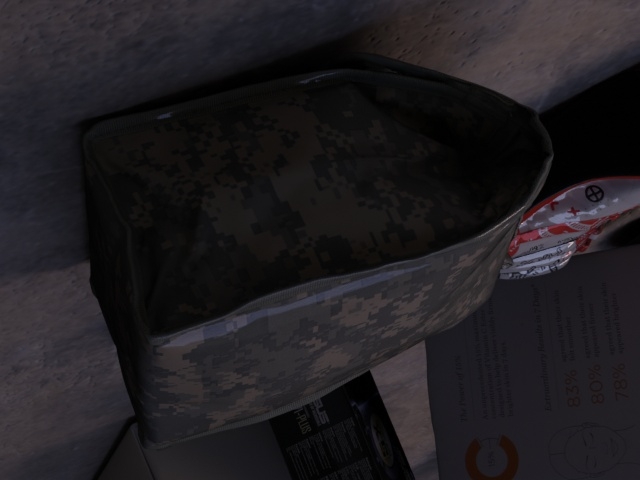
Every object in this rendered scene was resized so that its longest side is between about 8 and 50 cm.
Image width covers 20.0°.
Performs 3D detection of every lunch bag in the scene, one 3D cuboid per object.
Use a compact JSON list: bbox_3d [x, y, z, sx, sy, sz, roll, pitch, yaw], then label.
[{"bbox_3d":[0.000,0.000,1.184,0.287,0.169,0.235,-15,159,-11],"label":"lunch bag"}]

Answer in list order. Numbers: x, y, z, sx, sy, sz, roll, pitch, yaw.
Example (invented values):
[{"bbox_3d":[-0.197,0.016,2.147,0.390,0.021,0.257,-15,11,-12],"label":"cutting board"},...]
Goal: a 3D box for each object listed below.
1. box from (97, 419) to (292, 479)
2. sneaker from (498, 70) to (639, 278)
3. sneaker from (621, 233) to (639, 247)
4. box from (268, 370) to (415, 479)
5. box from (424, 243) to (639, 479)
[{"bbox_3d":[-0.138,0.268,1.790,0.148,0.121,0.311,-16,160,-26],"label":"box"},{"bbox_3d":[0.218,-0.051,1.428,0.270,0.090,0.145,-24,162,10],"label":"sneaker"},{"bbox_3d":[0.427,0.059,1.819,0.296,0.178,0.124,-6,154,-42],"label":"sneaker"},{"bbox_3d":[0.016,0.176,1.642,0.078,0.180,0.147,-26,160,10],"label":"box"},{"bbox_3d":[0.284,0.122,1.616,0.345,0.215,0.168,-10,168,25],"label":"box"}]
